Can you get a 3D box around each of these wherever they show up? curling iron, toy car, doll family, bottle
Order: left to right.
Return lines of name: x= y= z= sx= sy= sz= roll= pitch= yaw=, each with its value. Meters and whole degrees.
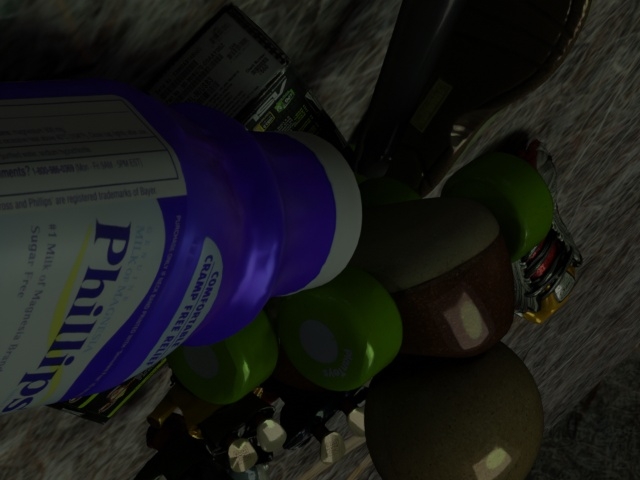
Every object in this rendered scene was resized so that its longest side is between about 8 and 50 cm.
bottle: x=-0.093 y=0.001 z=0.642 sx=0.283 sy=0.092 sz=0.118 roll=-8 pitch=137 yaw=-53
doll family: x=-0.031 y=0.077 z=1.044 sx=0.193 sy=0.111 sz=0.076 roll=-29 pitch=128 yaw=-12
toy car: x=0.045 y=0.078 z=0.855 sx=0.149 sy=0.188 sz=0.155 roll=-11 pitch=-163 yaw=45
curling iron: x=0.076 y=-0.135 z=0.820 sx=0.035 sy=0.068 sz=0.274 roll=-89 pitch=-157 yaw=-57

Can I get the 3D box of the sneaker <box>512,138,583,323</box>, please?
sneaker: x=0.155 y=-0.002 z=1.329 sx=0.088 sy=0.093 sz=0.225 roll=-43 pitch=164 yaw=-6

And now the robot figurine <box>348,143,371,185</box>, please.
robot figurine: x=0.000 y=0.000 z=0.985 sx=0.101 sy=0.067 sz=0.115 roll=-46 pitch=165 yaw=24

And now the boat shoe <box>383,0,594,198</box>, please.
boat shoe: x=0.087 y=-0.101 z=0.979 sx=0.190 sy=0.068 sz=0.072 roll=-46 pitch=180 yaw=42

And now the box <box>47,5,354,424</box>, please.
box: x=-0.073 y=-0.003 z=0.840 sx=0.191 sy=0.045 sz=0.184 roll=-46 pitch=167 yaw=0

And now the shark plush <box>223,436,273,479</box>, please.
shark plush: x=-0.067 y=0.192 z=1.331 sx=0.067 sy=0.073 sz=0.161 roll=-9 pitch=151 yaw=-26
